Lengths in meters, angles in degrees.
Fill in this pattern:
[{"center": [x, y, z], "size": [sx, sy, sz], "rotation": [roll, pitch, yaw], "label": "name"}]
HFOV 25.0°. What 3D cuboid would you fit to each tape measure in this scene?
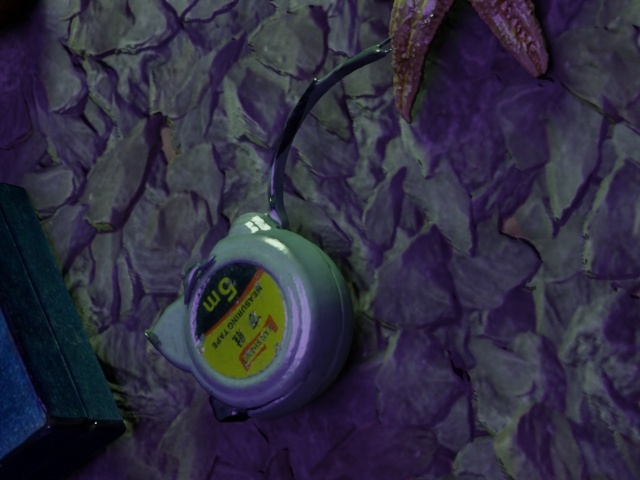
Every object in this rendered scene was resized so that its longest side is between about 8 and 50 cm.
[{"center": [0.000, -0.001, 1.126], "size": [0.164, 0.084, 0.330], "rotation": [46, 111, 21], "label": "tape measure"}]

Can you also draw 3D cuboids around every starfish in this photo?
[{"center": [0.110, -0.226, 1.101], "size": [0.236, 0.062, 0.277], "rotation": [10, 89, 24], "label": "starfish"}]

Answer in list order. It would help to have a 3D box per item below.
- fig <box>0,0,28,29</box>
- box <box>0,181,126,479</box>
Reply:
[{"center": [-0.353, -0.262, 1.280], "size": [0.146, 0.201, 0.133], "rotation": [-36, 61, 17], "label": "fig"}, {"center": [-0.344, 0.125, 1.298], "size": [0.279, 0.116, 0.261], "rotation": [-37, 65, 23], "label": "box"}]
